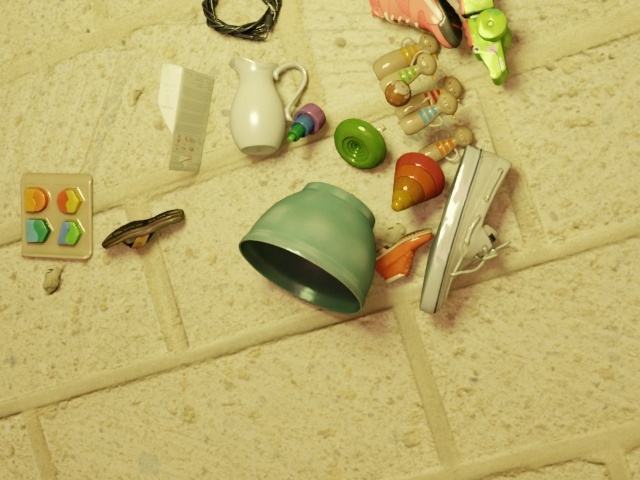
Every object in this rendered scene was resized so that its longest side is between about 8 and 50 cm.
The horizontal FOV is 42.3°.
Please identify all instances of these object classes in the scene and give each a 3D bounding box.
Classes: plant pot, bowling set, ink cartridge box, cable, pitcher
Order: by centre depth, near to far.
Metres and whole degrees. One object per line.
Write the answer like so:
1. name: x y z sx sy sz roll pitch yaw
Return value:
1. bowling set: 0.223 -0.302 1.724 0.154 0.200 0.287 -28 89 10
2. plant pot: 0.000 0.000 1.760 0.293 0.293 0.196 25 71 12
3. pitcher: -0.115 -0.302 1.849 0.178 0.125 0.207 -2 80 -1
4. ink cartridge box: -0.310 -0.271 1.856 0.056 0.181 0.224 13 96 14
5. cable: -0.185 -0.539 1.886 0.184 0.047 0.150 15 95 13

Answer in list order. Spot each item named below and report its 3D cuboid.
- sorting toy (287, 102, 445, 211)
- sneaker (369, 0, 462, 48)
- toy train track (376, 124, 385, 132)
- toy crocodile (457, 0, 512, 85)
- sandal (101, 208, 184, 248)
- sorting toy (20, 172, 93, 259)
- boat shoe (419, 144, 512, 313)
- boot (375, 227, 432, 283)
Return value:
1. sorting toy: 0.081 -0.165 1.770 0.365 0.126 0.127 30 142 10
2. sneaker: 0.183 -0.504 1.771 0.136 0.116 0.314 -43 69 23
3. toy train track: 0.108 -0.230 1.842 0.083 0.014 0.048 -35 84 12
4. toy crocodile: 0.330 -0.490 1.730 0.105 0.115 0.340 -13 87 18
5. sandal: -0.415 -0.016 1.952 0.219 0.090 0.060 -19 109 7
6. sorting toy: -0.648 -0.061 2.017 0.193 0.038 0.208 2 92 14
7. boat shoe: 0.326 -0.007 1.749 0.156 0.136 0.367 18 88 4
8. boot: 0.189 0.032 1.813 0.158 0.059 0.084 -32 87 21
